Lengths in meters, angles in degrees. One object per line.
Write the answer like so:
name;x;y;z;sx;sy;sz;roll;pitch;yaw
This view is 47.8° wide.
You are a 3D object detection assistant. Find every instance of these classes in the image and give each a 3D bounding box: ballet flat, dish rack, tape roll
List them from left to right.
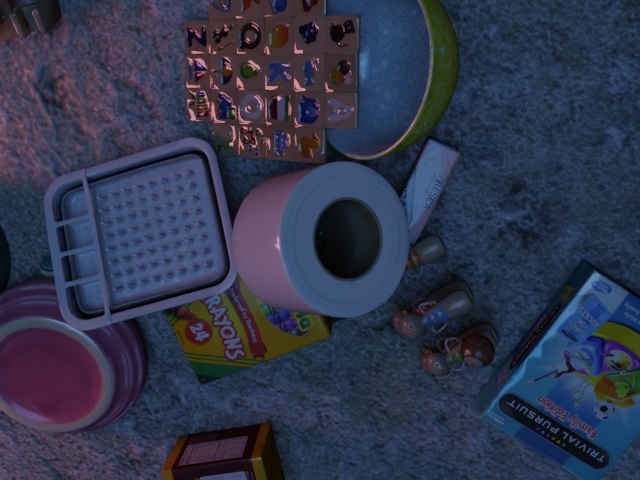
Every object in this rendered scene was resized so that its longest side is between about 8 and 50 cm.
ballet flat;-0.442;0.058;1.355;0.168;0.057;0.052;5;133;7
dish rack;-0.307;-0.008;1.268;0.333;0.072;0.285;-16;77;10
tape roll;0.000;0.000;1.177;0.246;0.169;0.246;2;87;-32

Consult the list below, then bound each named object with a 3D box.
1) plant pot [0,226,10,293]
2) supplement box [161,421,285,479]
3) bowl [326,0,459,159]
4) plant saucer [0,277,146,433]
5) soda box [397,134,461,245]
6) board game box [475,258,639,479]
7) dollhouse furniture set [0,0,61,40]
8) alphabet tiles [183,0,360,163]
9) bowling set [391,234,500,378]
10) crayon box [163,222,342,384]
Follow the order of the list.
plant pot;-0.746;0.055;1.277;0.293;0.235;0.292;1;104;4
supplement box;-0.177;0.480;1.394;0.194;0.129;0.191;-10;104;7
bowl;0.123;-0.274;1.145;0.156;0.289;0.289;-8;109;-38
plant saucer;-0.501;0.236;1.362;0.332;0.084;0.332;1;112;2
soda box;0.175;-0.087;1.255;0.063;0.058;0.183;24;105;-2
board game box;0.485;0.242;1.304;0.254;0.079;0.336;32;104;-4
dollhouse furniture set;-0.576;-0.458;1.204;0.212;0.161;0.242;-9;126;7
alphabet tiles;-0.088;-0.274;1.175;0.343;0.011;0.285;8;106;30
bowling set;0.198;0.151;1.224;0.154;0.200;0.287;-29;111;14
crayon box;-0.114;0.114;1.320;0.319;0.081;0.202;-22;101;9
